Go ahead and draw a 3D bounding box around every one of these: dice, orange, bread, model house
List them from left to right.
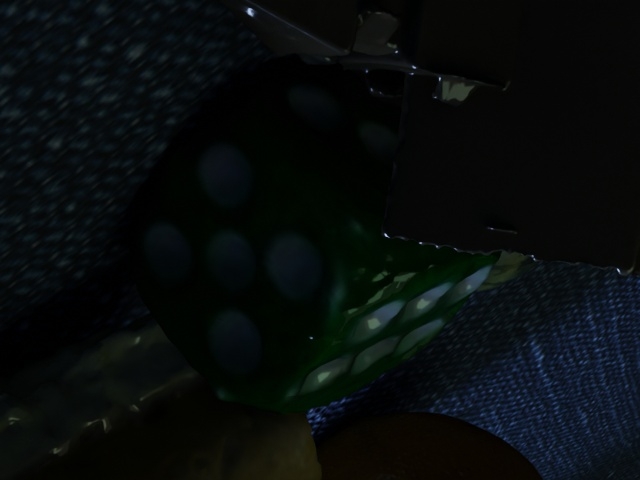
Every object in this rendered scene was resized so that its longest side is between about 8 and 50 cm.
[{"bbox_3d":[-0.190,0.186,0.903,0.375,0.165,0.236,-27,160,-37],"label":"bread"},{"bbox_3d":[0.000,0.000,0.905,0.128,0.120,0.131,-16,152,-52],"label":"dice"},{"bbox_3d":[0.058,0.247,1.416,0.264,0.264,0.264,-35,161,-14],"label":"orange"},{"bbox_3d":[0.039,-0.090,0.765,0.248,0.176,0.181,8,93,-37],"label":"model house"}]

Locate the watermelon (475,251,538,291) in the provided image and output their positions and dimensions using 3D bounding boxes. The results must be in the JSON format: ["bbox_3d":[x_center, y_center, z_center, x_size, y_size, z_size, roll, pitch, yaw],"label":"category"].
[{"bbox_3d":[0.084,-0.031,1.025,0.133,0.105,0.105,-40,168,-47],"label":"watermelon"}]
